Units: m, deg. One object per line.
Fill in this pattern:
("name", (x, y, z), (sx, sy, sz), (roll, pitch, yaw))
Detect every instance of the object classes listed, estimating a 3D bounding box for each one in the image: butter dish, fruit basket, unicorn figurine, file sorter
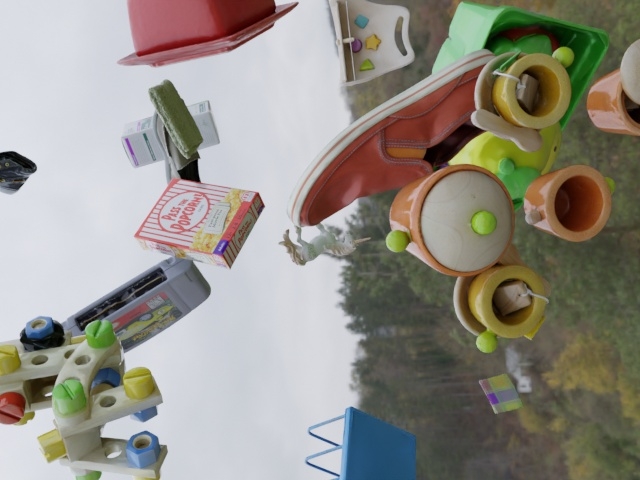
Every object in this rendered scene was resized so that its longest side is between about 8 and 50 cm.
("butter dish", (-0.128, -0.257, 0.688), (0.160, 0.159, 0.118), (-52, -48, -50))
("fruit basket", (0.309, -0.186, 1.104), (0.392, 0.282, 0.392), (-13, 75, 63))
("unicorn figurine", (0.000, 0.000, 1.343), (0.111, 0.162, 0.060), (55, 164, 5))
("file sorter", (0.042, 0.319, 0.833), (0.118, 0.104, 0.170), (30, -134, -27))

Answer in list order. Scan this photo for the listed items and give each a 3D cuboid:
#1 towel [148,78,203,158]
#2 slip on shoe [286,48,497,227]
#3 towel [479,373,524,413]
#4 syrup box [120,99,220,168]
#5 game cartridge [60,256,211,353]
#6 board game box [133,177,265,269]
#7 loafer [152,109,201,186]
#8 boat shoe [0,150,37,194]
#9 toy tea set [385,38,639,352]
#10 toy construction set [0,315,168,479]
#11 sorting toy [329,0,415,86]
("towel", (-0.279, -0.237, 1.293), (0.148, 0.027, 0.110), (63, -165, -18))
("slip on shoe", (0.101, -0.110, 0.845), (0.101, 0.331, 0.123), (59, -173, 17))
("towel", (0.343, 0.290, 1.264), (0.083, 0.060, 0.009), (-110, 11, -49))
("syrup box", (-0.386, -0.275, 1.724), (0.093, 0.236, 0.096), (-109, 4, -59))
("game cartridge", (-0.360, 0.143, 1.316), (0.060, 0.294, 0.196), (55, 172, 18))
("board game box", (-0.218, -0.034, 1.208), (0.147, 0.193, 0.045), (-65, -28, -31))
("loafer", (-0.313, -0.209, 1.529), (0.094, 0.087, 0.251), (-37, -41, -34))
("boat shoe", (-0.656, -0.149, 1.315), (0.065, 0.083, 0.183), (59, -161, 22))
("toy tea set", (0.209, -0.064, 0.604), (0.336, 0.200, 0.124), (-55, 15, -6))
("toy construction set", (-0.330, 0.169, 0.686), (0.215, 0.327, 0.151), (-119, 39, -55))
("sorting toy", (0.052, -0.193, 0.646), (0.045, 0.075, 0.083), (-32, -64, -79))
